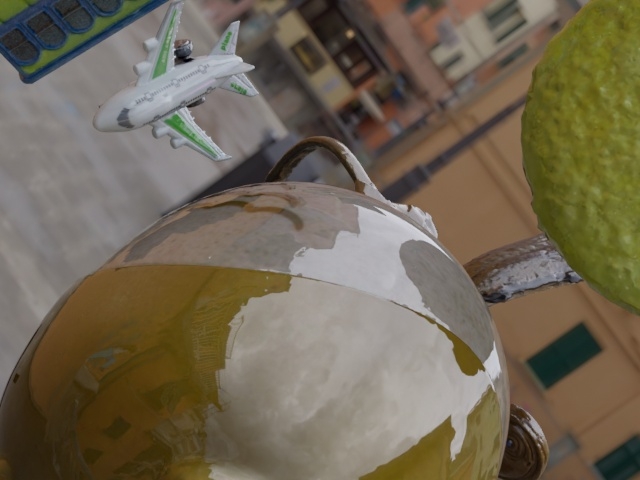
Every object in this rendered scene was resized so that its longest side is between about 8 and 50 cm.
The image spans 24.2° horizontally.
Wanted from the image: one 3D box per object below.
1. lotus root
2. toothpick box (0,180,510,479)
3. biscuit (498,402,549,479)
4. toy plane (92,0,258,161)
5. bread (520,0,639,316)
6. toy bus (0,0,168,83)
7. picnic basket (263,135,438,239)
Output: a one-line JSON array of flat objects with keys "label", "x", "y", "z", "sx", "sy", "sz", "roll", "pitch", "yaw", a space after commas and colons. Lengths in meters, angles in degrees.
[{"label": "lotus root", "x": 0.262, "y": 0.032, "z": 1.869, "sx": 0.167, "sy": 0.329, "sz": 0.078, "roll": -24, "pitch": -100, "yaw": 55}, {"label": "toothpick box", "x": -0.063, "y": 0.181, "z": 1.256, "sx": 0.409, "sy": 0.409, "sz": 0.425, "roll": 54, "pitch": 40, "yaw": -5}, {"label": "biscuit", "x": 0.172, "y": 0.190, "z": 1.584, "sx": 0.124, "sy": 0.026, "sz": 0.175, "roll": -19, "pitch": -71, "yaw": 52}, {"label": "toy plane", "x": -0.212, "y": -0.212, "z": 2.100, "sx": 0.101, "sy": 0.255, "sz": 0.251, "roll": 30, "pitch": -39, "yaw": 54}, {"label": "bread", "x": 0.374, "y": -0.097, "z": 1.455, "sx": 0.348, "sy": 0.348, "sz": 0.308, "roll": 55, "pitch": 12, "yaw": 5}, {"label": "toy bus", "x": -0.256, "y": -0.336, "z": 1.653, "sx": 0.190, "sy": 0.312, "sz": 0.152, "roll": 50, "pitch": 17, "yaw": -40}, {"label": "picnic basket", "x": 0.000, "y": 0.000, "z": 2.216, "sx": 0.337, "sy": 0.293, "sz": 0.337, "roll": 20, "pitch": 46, "yaw": -23}]
